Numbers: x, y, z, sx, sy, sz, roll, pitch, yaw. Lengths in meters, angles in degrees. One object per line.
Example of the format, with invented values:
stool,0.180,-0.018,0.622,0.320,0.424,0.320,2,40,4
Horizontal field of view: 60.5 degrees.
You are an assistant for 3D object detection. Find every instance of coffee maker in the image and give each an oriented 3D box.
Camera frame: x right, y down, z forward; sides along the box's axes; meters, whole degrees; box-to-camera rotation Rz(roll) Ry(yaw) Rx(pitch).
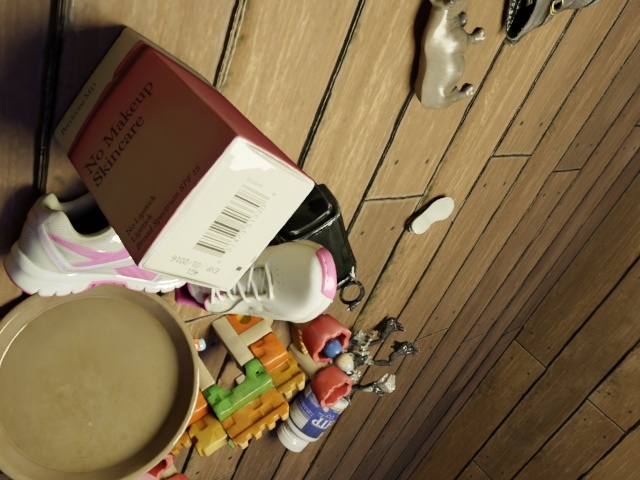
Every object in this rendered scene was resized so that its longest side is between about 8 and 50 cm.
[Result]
coffee maker,0.000,0.000,0.874,0.120,0.171,0.178,-52,152,-17

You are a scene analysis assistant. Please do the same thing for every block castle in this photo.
block castle,-0.146,0.315,1.033,0.453,0.213,0.303,-31,145,-20

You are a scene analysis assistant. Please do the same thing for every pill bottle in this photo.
pill bottle,-0.024,0.446,1.408,0.186,0.112,0.112,-53,147,13

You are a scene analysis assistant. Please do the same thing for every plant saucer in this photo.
plant saucer,-0.300,0.187,0.727,0.278,0.277,0.041,-23,-178,-30

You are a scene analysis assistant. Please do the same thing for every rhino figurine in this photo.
rhino figurine,0.195,-0.305,0.838,0.106,0.073,0.243,-34,145,-21

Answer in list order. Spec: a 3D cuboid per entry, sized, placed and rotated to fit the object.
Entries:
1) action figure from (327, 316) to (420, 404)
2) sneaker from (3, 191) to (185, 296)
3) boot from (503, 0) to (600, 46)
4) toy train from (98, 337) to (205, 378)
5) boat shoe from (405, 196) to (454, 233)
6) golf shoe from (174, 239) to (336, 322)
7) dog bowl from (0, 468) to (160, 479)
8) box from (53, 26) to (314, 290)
action figure,0.114,0.293,1.349,0.276,0.164,0.141,-28,-178,-33
sneaker,-0.238,-0.003,0.673,0.252,0.103,0.111,-5,132,-46
boot,0.413,-0.458,0.888,0.229,0.091,0.262,-28,146,-25
toy train,-0.269,0.160,0.832,0.166,0.125,0.046,-10,96,-37
boat shoe,0.239,-0.054,1.202,0.125,0.038,0.046,-38,106,-19
golf shoe,-0.101,0.065,0.768,0.140,0.115,0.306,-2,173,-37
dog bowl,-0.392,0.445,0.809,0.409,0.150,0.407,2,133,3
box,-0.146,-0.084,0.562,0.148,0.232,0.127,-51,147,10
